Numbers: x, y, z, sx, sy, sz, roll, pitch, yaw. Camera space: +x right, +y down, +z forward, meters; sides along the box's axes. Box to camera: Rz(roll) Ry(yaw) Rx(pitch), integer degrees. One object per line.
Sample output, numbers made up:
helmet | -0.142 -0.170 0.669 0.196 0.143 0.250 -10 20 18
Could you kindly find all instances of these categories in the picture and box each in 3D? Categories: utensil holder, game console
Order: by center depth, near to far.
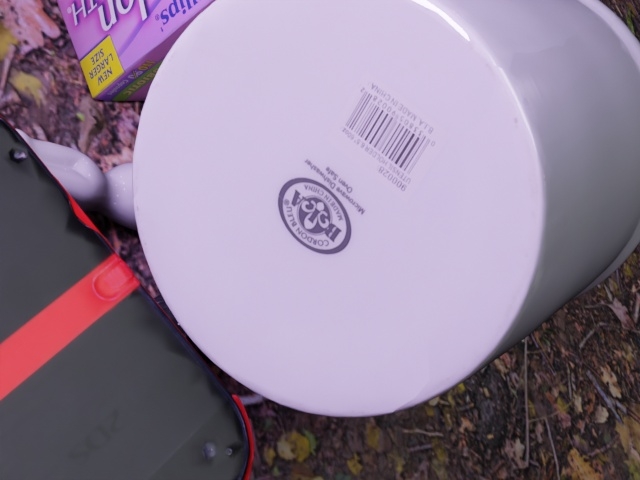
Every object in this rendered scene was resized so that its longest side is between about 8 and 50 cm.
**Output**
game console | -0.252 0.137 0.687 0.342 0.060 0.386 50 55 -5
utensil holder | 0.082 -0.058 0.874 0.327 0.328 0.385 62 29 3

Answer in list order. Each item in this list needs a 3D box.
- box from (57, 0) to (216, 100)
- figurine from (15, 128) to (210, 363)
box | -0.153 -0.289 1.034 0.117 0.213 0.243 -10 74 -52
figurine | -0.187 0.011 0.911 0.209 0.092 0.215 8 59 -56
